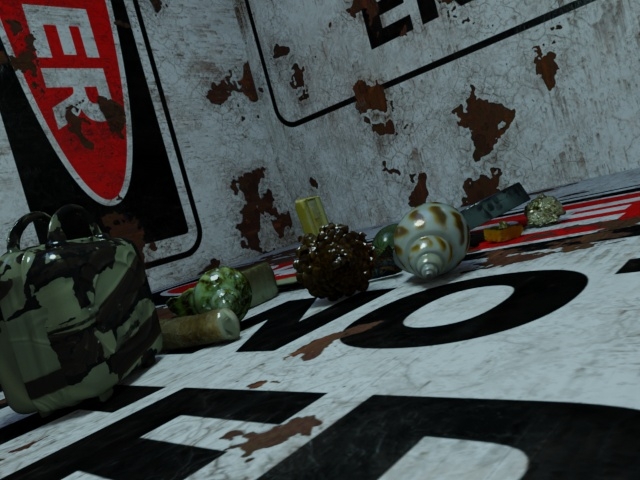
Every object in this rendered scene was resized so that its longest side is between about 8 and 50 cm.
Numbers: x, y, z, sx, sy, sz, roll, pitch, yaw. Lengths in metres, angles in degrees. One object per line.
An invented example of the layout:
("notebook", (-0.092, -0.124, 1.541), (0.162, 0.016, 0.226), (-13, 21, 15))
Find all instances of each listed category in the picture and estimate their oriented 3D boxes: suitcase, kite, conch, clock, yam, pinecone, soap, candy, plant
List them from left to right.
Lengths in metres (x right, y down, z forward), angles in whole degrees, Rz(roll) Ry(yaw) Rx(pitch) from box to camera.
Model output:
("suitcase", (-0.447, 0.107, 1.024), (0.194, 0.339, 0.351), (-14, 4, 6))
("yam", (-0.318, 0.196, 1.223), (0.356, 0.081, 0.081), (-13, 4, 32))
("conch", (-0.243, 0.139, 1.266), (0.187, 0.124, 0.181), (-15, -20, -17))
("candy", (-0.214, 0.135, 1.565), (0.102, 0.104, 0.234), (-19, 0, 29))
("soap", (0.001, 0.000, 1.563), (0.037, 0.252, 0.092), (-18, 2, 32))
("pinecone", (0.029, 0.049, 1.276), (0.195, 0.179, 0.150), (-42, 15, 42))
("kite", (0.133, 0.066, 1.389), (0.160, 0.010, 0.183), (12, -39, -23))
("conch", (0.239, 0.008, 1.227), (0.148, 0.183, 0.275), (23, 29, 27))
("clock", (0.468, -0.075, 1.708), (0.318, 0.066, 0.319), (-28, -4, -2))
("plant", (0.641, -0.073, 1.598), (0.122, 0.104, 0.116), (14, 24, -32))

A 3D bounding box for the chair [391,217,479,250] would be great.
("chair", (0.306, 0.020, 1.492), (0.212, 0.101, 0.084), (23, -8, -17))

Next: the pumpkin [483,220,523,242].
("pumpkin", (0.487, -0.026, 1.512), (0.083, 0.054, 0.074), (-11, 6, -26))

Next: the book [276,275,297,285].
("book", (-0.062, 0.116, 1.706), (0.231, 0.022, 0.162), (-14, -7, 31))

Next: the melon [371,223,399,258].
("melon", (0.214, 0.009, 1.624), (0.114, 0.114, 0.167), (-12, 7, 44))
